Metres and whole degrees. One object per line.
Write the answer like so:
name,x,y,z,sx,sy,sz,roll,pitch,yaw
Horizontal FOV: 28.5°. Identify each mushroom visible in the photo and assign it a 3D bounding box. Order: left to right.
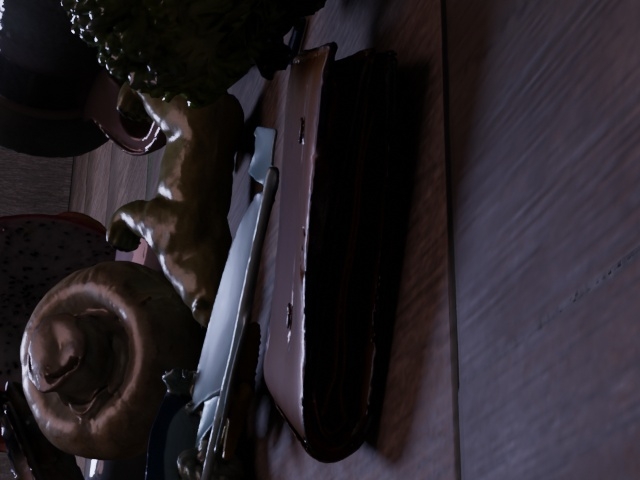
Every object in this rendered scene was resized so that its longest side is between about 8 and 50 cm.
mushroom,-0.173,0.095,1.025,0.127,0.166,0.166,34,-125,-60

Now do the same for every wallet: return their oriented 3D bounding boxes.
wallet,0.003,0.000,0.632,0.161,0.042,0.195,-149,62,-81

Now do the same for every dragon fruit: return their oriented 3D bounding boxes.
dragon fruit,-0.318,0.120,1.341,0.290,0.291,0.189,-99,15,-47

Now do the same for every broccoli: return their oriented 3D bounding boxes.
broccoli,-0.052,-0.187,0.680,0.176,0.226,0.198,42,146,50

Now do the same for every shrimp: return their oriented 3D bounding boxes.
shrimp,-0.220,0.266,1.107,0.164,0.062,0.317,-1,110,68

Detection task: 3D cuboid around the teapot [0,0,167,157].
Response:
teapot,-0.233,-0.252,1.252,0.300,0.253,0.344,44,138,13

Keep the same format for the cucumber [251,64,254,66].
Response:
cucumber,-0.081,-0.155,1.012,0.181,0.053,0.053,-154,72,-77

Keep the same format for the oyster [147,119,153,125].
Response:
oyster,-0.191,-0.246,1.432,0.294,0.094,0.166,-52,53,46

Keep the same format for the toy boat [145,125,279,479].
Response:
toy boat,-0.066,0.068,0.774,0.220,0.067,0.291,-109,27,-70

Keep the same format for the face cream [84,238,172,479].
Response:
face cream,-0.162,0.103,1.146,0.107,0.073,0.269,-179,97,-68

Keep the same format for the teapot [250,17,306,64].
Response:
teapot,-0.031,-0.159,0.837,0.049,0.063,0.083,-43,-33,-61

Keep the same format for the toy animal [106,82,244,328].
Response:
toy animal,-0.092,-0.027,0.929,0.101,0.103,0.218,-20,61,54
